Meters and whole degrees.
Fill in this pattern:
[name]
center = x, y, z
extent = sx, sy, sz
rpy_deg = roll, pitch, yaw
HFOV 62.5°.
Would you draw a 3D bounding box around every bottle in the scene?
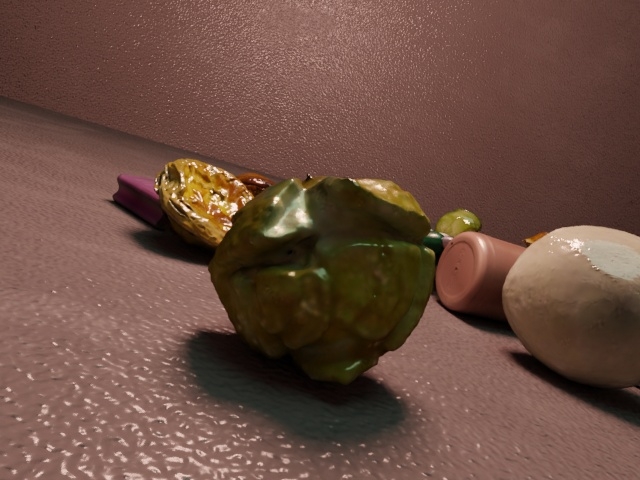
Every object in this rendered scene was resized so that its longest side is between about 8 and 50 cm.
[bottle]
center = 0.410, 0.098, 1.154
extent = 0.297, 0.173, 0.206
rpy_deg = 13, -23, -19

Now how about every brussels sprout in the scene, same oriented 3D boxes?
[brussels sprout]
center = 0.476, -0.026, 1.849
extent = 0.145, 0.183, 0.131
rpy_deg = 47, 20, 28

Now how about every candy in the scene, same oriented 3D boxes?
[candy]
center = 0.457, 0.104, 0.869
extent = 0.296, 0.295, 0.185
rpy_deg = 21, -3, 19

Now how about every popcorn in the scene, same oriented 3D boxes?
[popcorn]
center = -0.002, 0.032, 0.642
extent = 0.277, 0.225, 0.276
rpy_deg = 7, 4, -1

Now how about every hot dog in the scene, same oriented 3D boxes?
[hot dog]
center = -0.182, -0.122, 1.470
extent = 0.196, 0.122, 0.272
rpy_deg = 17, 6, -14

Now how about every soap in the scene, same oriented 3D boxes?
[soap]
center = -0.339, -0.080, 1.119
extent = 0.203, 0.065, 0.122
rpy_deg = 26, 14, 39

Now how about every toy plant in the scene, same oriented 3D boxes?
[toy plant]
center = 0.279, 0.039, 1.296
extent = 0.233, 0.112, 0.243
rpy_deg = 20, -20, -32

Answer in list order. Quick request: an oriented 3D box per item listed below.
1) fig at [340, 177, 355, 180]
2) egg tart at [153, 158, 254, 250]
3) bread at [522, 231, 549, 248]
[fig]
center = 0.052, -0.082, 1.574
extent = 0.195, 0.195, 0.245
rpy_deg = 8, -22, -42
[egg tart]
center = -0.208, -0.053, 0.987
extent = 0.241, 0.106, 0.241
rpy_deg = 32, 28, -20
[bread]
center = 0.761, 0.113, 1.555
extent = 0.359, 0.204, 0.337
rpy_deg = 17, 7, -22
